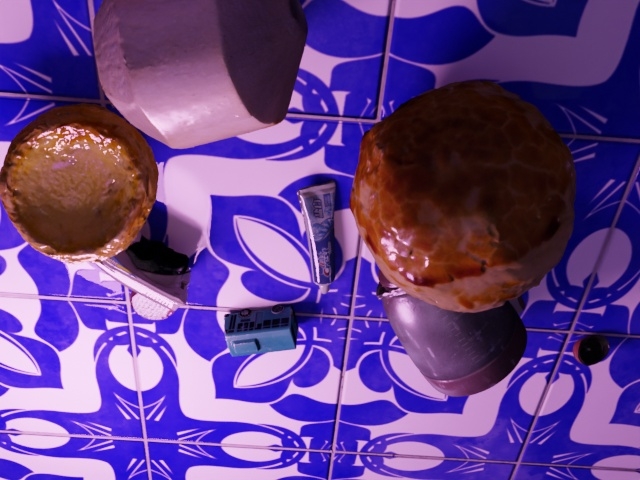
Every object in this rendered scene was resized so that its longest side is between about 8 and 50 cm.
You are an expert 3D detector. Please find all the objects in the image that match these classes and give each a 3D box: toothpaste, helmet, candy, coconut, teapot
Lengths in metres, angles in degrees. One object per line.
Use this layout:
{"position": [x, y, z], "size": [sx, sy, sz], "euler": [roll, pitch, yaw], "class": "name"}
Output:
{"position": [0.001, 0.000, 1.480], "size": [0.069, 0.047, 0.268], "euler": [5, 126, 14], "class": "toothpaste"}
{"position": [0.608, 0.247, 1.652], "size": [0.084, 0.049, 0.065], "euler": [-20, 92, -14], "class": "helmet"}
{"position": [-0.364, 0.129, 1.589], "size": [0.103, 0.043, 0.103], "euler": [1, 128, 1], "class": "candy"}
{"position": [-0.168, -0.292, 1.102], "size": [0.323, 0.323, 0.322], "euler": [1, 128, 1], "class": "coconut"}
{"position": [0.275, 0.103, 1.463], "size": [0.315, 0.233, 0.312], "euler": [-40, 115, -5], "class": "teapot"}

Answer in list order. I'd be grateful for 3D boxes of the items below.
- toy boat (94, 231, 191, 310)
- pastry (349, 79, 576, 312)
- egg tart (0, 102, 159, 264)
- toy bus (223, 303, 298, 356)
{"position": [-0.365, 0.024, 1.453], "size": [0.141, 0.140, 0.269], "euler": [-31, 119, 23], "class": "toy boat"}
{"position": [0.229, -0.076, 1.200], "size": [0.389, 0.313, 0.388], "euler": [1, 92, 21], "class": "pastry"}
{"position": [-0.431, -0.106, 1.326], "size": [0.294, 0.123, 0.293], "euler": [0, 104, -2], "class": "egg tart"}
{"position": [-0.134, 0.203, 1.609], "size": [0.160, 0.091, 0.079], "euler": [-7, 126, 7], "class": "toy bus"}
